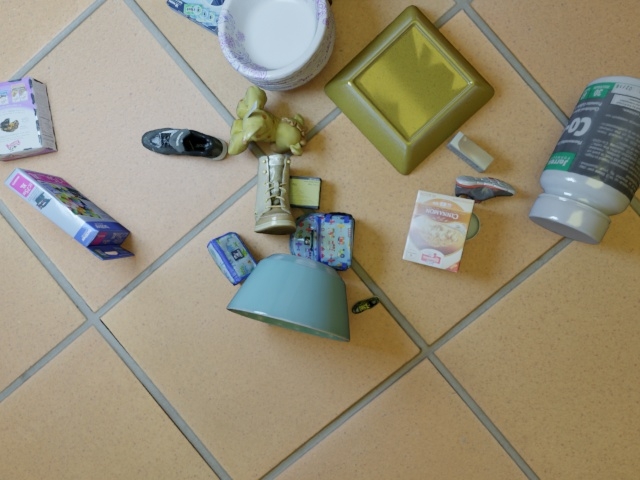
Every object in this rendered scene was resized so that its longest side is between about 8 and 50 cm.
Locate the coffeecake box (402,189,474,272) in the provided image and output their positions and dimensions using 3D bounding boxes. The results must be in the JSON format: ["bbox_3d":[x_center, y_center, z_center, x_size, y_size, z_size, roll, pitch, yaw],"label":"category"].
[{"bbox_3d":[0.306,-0.024,1.206,0.143,0.068,0.185,13,93,19],"label":"coffeecake box"}]

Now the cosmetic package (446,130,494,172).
[{"bbox_3d":[0.389,-0.229,1.214,0.115,0.060,0.041,38,94,1],"label":"cosmetic package"}]

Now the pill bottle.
[{"bbox_3d":[0.667,-0.186,1.124,0.204,0.204,0.360,26,93,3],"label":"pill bottle"}]

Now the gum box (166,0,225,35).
[{"bbox_3d":[-0.300,-0.675,1.257,0.157,0.041,0.184,31,93,2],"label":"gum box"}]

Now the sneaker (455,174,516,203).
[{"bbox_3d":[0.429,-0.129,1.226,0.158,0.061,0.064,10,119,4],"label":"sneaker"}]

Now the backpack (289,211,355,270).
[{"bbox_3d":[0.000,0.000,1.220,0.174,0.117,0.158,6,93,5],"label":"backpack"}]

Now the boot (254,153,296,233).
[{"bbox_3d":[-0.112,-0.116,1.157,0.095,0.262,0.203,5,90,-12],"label":"boot"}]

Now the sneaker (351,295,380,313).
[{"bbox_3d":[0.121,0.173,1.256,0.083,0.035,0.031,-29,89,4],"label":"sneaker"}]

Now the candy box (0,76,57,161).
[{"bbox_3d":[-0.841,-0.332,1.290,0.165,0.070,0.196,-10,90,4],"label":"candy box"}]

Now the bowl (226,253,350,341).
[{"bbox_3d":[-0.060,0.135,1.157,0.312,0.311,0.163,14,77,3],"label":"bowl"}]

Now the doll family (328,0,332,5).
[{"bbox_3d":[0.041,-0.686,1.221,0.193,0.076,0.111,-32,94,9],"label":"doll family"}]

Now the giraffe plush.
[{"bbox_3d":[-0.124,-0.290,1.209,0.171,0.210,0.181,15,88,-26],"label":"giraffe plush"}]

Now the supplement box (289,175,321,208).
[{"bbox_3d":[-0.042,-0.128,1.248,0.083,0.056,0.083,4,92,4],"label":"supplement box"}]

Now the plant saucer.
[{"bbox_3d":[0.233,-0.399,1.210,0.333,0.081,0.333,-43,89,3],"label":"plant saucer"}]

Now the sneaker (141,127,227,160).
[{"bbox_3d":[-0.373,-0.265,1.242,0.235,0.106,0.078,9,91,4],"label":"sneaker"}]

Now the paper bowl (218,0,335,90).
[{"bbox_3d":[-0.101,-0.523,1.180,0.285,0.148,0.284,-1,88,16],"label":"paper bowl"}]

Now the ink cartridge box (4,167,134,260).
[{"bbox_3d":[-0.635,-0.066,1.226,0.311,0.186,0.065,40,92,1],"label":"ink cartridge box"}]

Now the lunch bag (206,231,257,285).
[{"bbox_3d":[-0.231,0.049,1.219,0.096,0.151,0.128,-34,88,5],"label":"lunch bag"}]

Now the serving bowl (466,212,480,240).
[{"bbox_3d":[0.379,-0.039,1.232,0.084,0.027,0.083,-1,87,19],"label":"serving bowl"}]
